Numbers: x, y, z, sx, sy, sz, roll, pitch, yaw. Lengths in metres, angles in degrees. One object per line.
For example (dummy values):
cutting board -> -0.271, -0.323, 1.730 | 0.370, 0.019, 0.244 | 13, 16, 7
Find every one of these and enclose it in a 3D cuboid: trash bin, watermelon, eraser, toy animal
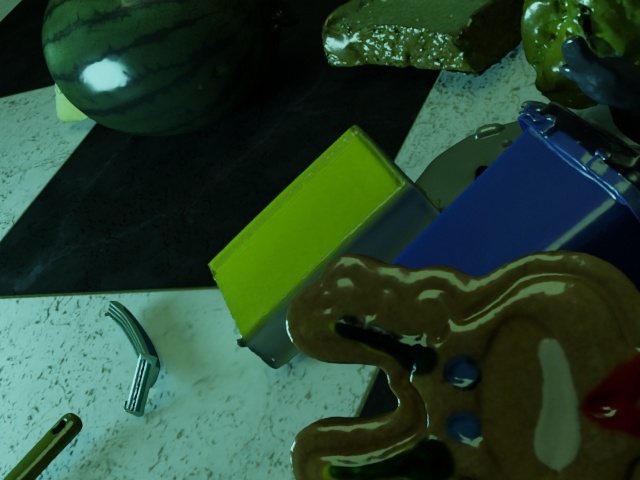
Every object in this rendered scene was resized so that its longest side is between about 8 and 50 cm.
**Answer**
trash bin -> 0.158, 0.020, 0.797 | 0.234, 0.162, 0.184 | -40, 38, 3
watermelon -> -0.209, -0.288, 1.388 | 0.360, 0.278, 0.278 | -11, 39, 29
eraser -> 0.000, 0.000, 0.987 | 0.226, 0.069, 0.158 | -43, 31, 7
toy animal -> 0.326, -0.102, 0.822 | 0.206, 0.367, 0.081 | 142, 130, -73

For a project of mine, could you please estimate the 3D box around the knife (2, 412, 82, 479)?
knife -> -0.360, 0.300, 0.978 | 0.061, 0.027, 0.343 | 20, 63, 47

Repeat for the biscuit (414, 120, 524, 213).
biscuit -> 0.177, -0.056, 0.974 | 0.208, 0.049, 0.181 | -12, 39, 31

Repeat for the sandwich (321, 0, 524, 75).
sandwich -> 0.155, -0.289, 1.257 | 0.251, 0.087, 0.226 | 16, 55, 47

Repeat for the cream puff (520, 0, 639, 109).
cream puff -> 0.286, -0.214, 0.987 | 0.195, 0.194, 0.221 | -4, 25, 37

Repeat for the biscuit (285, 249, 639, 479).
biscuit -> 0.136, 0.106, 0.672 | 0.334, 0.201, 0.047 | 1, -1, 15

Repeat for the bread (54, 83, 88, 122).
bread -> -0.323, -0.304, 1.667 | 0.178, 0.141, 0.266 | 11, 53, 28

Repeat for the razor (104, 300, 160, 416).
razor -> -0.199, 0.113, 1.080 | 0.191, 0.037, 0.068 | 47, 123, 61
